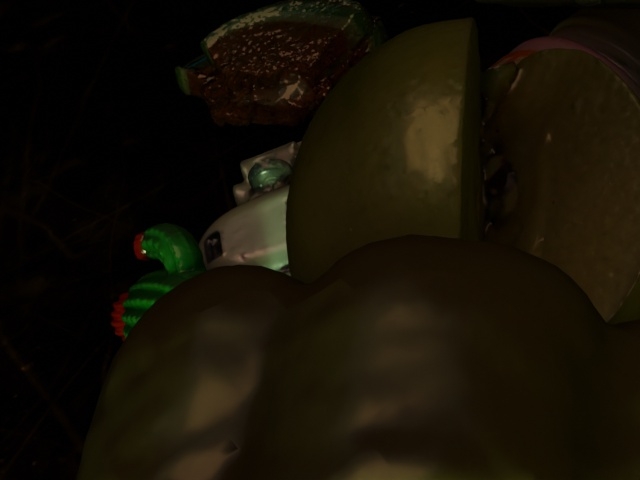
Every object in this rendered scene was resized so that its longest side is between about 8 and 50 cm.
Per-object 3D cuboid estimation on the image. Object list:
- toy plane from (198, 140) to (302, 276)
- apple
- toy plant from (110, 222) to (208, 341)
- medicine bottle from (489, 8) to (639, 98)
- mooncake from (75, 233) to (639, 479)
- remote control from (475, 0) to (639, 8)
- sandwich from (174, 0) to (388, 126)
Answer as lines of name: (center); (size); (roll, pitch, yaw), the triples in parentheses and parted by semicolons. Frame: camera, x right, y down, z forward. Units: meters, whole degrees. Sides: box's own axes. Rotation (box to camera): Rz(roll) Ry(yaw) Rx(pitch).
toy plane: (0.000, 0.000, 1.826); (0.244, 0.117, 0.245); (-10, 56, 16)
apple: (0.116, -0.017, 1.394); (0.292, 0.292, 0.254); (-9, 60, 19)
toy plant: (-0.136, 0.061, 1.791); (0.088, 0.155, 0.240); (-8, 29, -26)
medicine bottle: (0.196, -0.051, 1.691); (0.388, 0.219, 0.219); (-38, 38, -21)
mooncake: (0.066, 0.191, 1.242); (0.467, 0.467, 0.262); (-4, 54, 25)
remote control: (0.254, -0.236, 1.651); (0.128, 0.066, 0.335); (-35, 21, -19)
sandwich: (-0.056, -0.199, 2.137); (0.235, 0.079, 0.159); (-1, 41, 27)
